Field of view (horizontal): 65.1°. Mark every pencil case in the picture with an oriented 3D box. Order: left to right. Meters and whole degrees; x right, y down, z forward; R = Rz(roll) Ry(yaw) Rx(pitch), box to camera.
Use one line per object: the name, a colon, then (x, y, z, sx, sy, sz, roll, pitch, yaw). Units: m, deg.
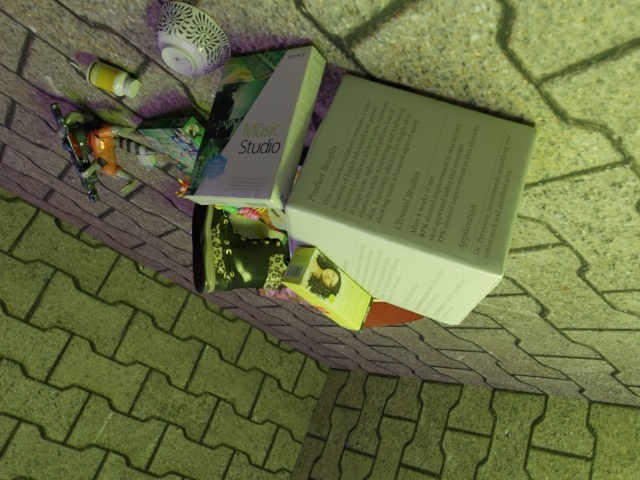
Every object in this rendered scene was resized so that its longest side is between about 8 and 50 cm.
pencil case: (-0.073, 0.201, 2.085, 0.386, 0.167, 0.160, 14, 120, 19)

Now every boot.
boot: (-0.272, -0.004, 1.669, 0.284, 0.377, 0.138, 7, 159, -32)

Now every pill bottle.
pill bottle: (-0.528, -0.409, 1.280, 0.116, 0.065, 0.065, 22, 157, 2)

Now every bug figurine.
bug figurine: (-0.284, -0.120, 1.476, 0.279, 0.072, 0.216, 15, 173, 41)

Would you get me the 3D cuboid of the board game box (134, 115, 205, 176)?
board game box: (-0.371, -0.253, 1.408, 0.317, 0.046, 0.213, 14, 155, 48)

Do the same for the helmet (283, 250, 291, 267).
helmet: (-0.029, 0.074, 1.761, 0.162, 0.169, 0.169, 26, 162, 32)

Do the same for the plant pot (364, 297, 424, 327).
plant pot: (0.214, 0.119, 1.550, 0.236, 0.267, 0.267, 5, 154, 8)

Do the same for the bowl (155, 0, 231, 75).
bowl: (-0.282, -0.403, 1.053, 0.170, 0.080, 0.170, 19, 158, 8)

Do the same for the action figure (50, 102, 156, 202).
action figure: (-0.673, -0.268, 1.558, 0.330, 0.178, 0.341, 30, 140, 29)

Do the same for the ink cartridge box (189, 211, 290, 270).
ink cartridge box: (-0.284, -0.009, 1.858, 0.354, 0.119, 0.207, 30, 156, -20)

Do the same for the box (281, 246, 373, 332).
box: (0.021, 0.106, 1.045, 0.058, 0.087, 0.232, 4, 153, 41)

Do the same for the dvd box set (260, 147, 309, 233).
dvd box set: (-0.084, -0.131, 1.484, 0.308, 0.062, 0.420, 13, 155, 23)

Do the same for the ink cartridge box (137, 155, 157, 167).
ink cartridge box: (-0.576, -0.278, 1.653, 0.048, 0.028, 0.083, 21, 157, 4)

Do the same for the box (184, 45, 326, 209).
box: (-0.132, -0.223, 0.999, 0.232, 0.321, 0.058, 5, 164, 33)

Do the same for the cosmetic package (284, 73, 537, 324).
cosmetic package: (0.172, -0.072, 1.044, 0.394, 0.329, 0.327, 20, 158, 9)
